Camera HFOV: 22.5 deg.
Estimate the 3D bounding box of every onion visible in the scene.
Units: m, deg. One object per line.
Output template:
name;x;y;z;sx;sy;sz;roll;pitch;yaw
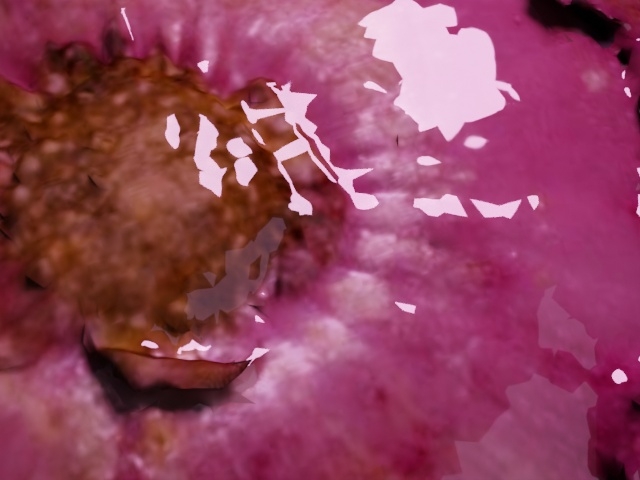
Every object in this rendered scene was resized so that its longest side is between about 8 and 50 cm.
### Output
onion;-0.034;0.023;0.551;0.345;0.358;0.358;23;83;-66
